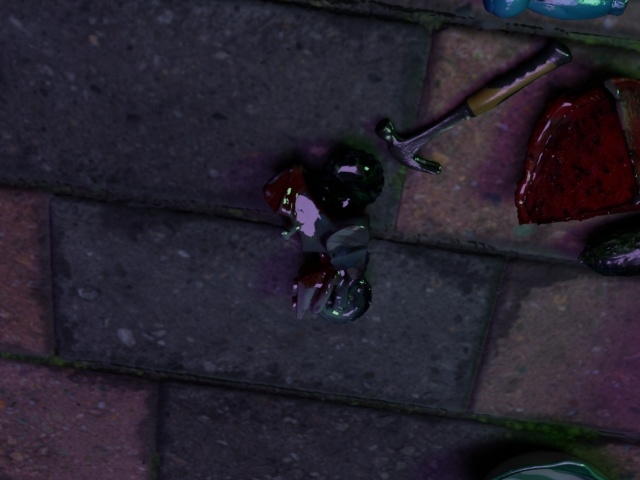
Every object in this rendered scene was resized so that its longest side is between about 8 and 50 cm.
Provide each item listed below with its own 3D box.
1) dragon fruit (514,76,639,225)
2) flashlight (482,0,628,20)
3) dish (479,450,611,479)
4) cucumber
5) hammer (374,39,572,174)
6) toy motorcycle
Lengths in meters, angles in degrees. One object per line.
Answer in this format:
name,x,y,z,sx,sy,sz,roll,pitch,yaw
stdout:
dragon fruit,0.272,-0.079,1.029,0.127,0.121,0.161,-1,169,-44
flashlight,0.209,-0.218,0.948,0.129,0.051,0.051,6,126,-5
dish,0.273,0.332,1.311,0.224,0.078,0.246,11,125,-2
cucumber,0.384,-0.010,1.072,0.245,0.067,0.067,-20,121,21
hammer,0.154,-0.129,1.029,0.201,0.021,0.078,-30,118,24
toy motorcycle,0.000,0.001,1.098,0.122,0.082,0.213,4,124,1
